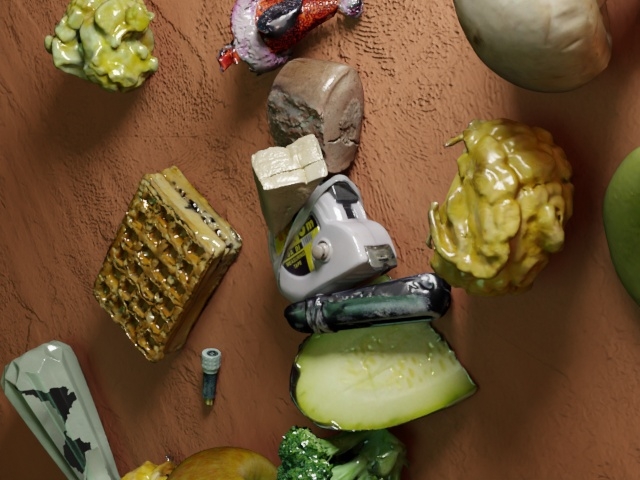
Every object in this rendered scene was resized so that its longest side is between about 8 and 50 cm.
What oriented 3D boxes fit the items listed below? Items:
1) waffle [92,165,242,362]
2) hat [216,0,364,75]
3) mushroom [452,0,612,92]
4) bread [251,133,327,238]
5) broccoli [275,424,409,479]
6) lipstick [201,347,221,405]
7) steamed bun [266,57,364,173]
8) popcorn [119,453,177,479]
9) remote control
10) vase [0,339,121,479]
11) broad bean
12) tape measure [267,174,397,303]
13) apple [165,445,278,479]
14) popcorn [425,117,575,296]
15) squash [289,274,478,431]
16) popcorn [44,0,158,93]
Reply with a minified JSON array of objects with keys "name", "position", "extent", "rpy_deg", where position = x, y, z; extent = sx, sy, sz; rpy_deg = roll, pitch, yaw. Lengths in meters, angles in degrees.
[{"name":"waffle","position":[-0.284,0.048,2.187],"extent":[0.213,0.091,0.308],"rpy_deg":[46,127,21]},{"name":"hat","position":[-0.040,-0.335,1.861],"extent":[0.227,0.140,0.129],"rpy_deg":[-12,104,29]},{"name":"mushroom","position":[0.303,-0.333,1.469],"extent":[0.290,0.297,0.297],"rpy_deg":[-13,93,19]},{"name":"bread","position":[-0.043,-0.080,1.859],"extent":[0.152,0.105,0.077],"rpy_deg":[82,170,-60]},{"name":"broccoli","position":[0.037,0.402,1.944],"extent":[0.269,0.261,0.241],"rpy_deg":[38,85,23]},{"name":"lipstick","position":[-0.202,0.255,2.212],"extent":[0.037,0.037,0.116],"rpy_deg":[25,120,34]},{"name":"steamed bun","position":[-0.015,-0.193,1.879],"extent":[0.145,0.106,0.175],"rpy_deg":[17,115,36]},{"name":"popcorn","position":[-0.302,0.486,2.290],"extent":[0.167,0.148,0.152],"rpy_deg":[23,94,23]},{"name":"remote control","position":[0.070,0.108,1.843],"extent":[0.266,0.090,0.066],"rpy_deg":[-13,52,18]},{"name":"vase","position":[-0.498,0.385,2.430],"extent":[0.165,0.165,0.360],"rpy_deg":[-34,83,41]},{"name":"broad bean","position":[0.440,-0.011,1.530],"extent":[0.189,0.121,0.263],"rpy_deg":[10,110,43]},{"name":"tape measure","position":[0.000,0.000,1.912],"extent":[0.236,0.120,0.197],"rpy_deg":[-35,68,45]},{"name":"apple","position":[-0.154,0.481,2.093],"extent":[0.264,0.264,0.264],"rpy_deg":[12,110,38]},{"name":"popcorn","position":[0.238,-0.035,1.635],"extent":[0.190,0.250,0.250],"rpy_deg":[8,110,3]},{"name":"squash","position":[0.079,0.206,1.880],"extent":[0.237,0.155,0.204],"rpy_deg":[54,130,20]},{"name":"popcorn","position":[-0.361,-0.349,2.094],"extent":[0.187,0.167,0.185],"rpy_deg":[36,118,23]}]
